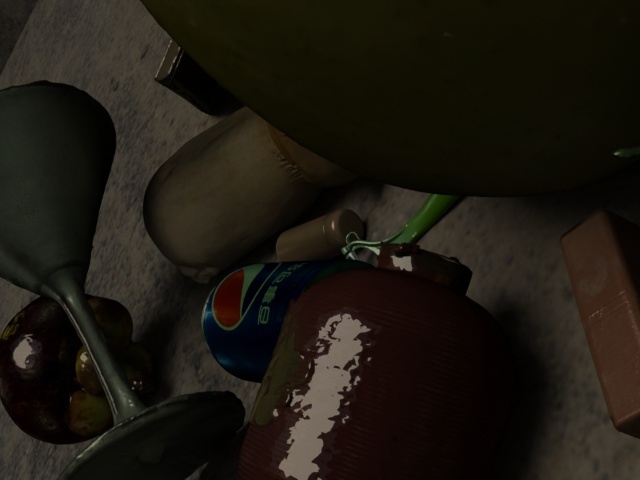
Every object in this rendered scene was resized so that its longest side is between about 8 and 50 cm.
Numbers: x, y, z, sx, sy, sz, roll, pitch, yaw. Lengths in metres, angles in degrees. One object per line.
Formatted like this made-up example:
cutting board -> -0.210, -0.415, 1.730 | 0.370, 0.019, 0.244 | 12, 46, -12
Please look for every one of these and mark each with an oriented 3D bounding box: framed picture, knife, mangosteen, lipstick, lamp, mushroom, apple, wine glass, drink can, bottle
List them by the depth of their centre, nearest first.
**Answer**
lipstick -> 0.193, 0.051, 0.623 | 0.045, 0.045, 0.145 | -44, 37, 37
apple -> 0.081, -0.257, 0.655 | 0.474, 0.474, 0.473 | -37, 41, 41
lamp -> 0.038, 0.130, 0.698 | 0.180, 0.180, 0.258 | 9, 78, 60
knife -> 0.082, -0.019, 0.869 | 0.166, 0.023, 0.078 | -48, 58, 29
drink can -> -0.022, 0.076, 0.883 | 0.205, 0.118, 0.118 | -6, 65, 58
bottle -> 0.000, 0.000, 0.973 | 0.096, 0.045, 0.045 | -22, 52, 48
wine glass -> -0.261, 0.067, 1.042 | 0.267, 0.267, 0.406 | -48, 61, 30
mushroom -> -0.087, -0.064, 1.073 | 0.407, 0.138, 0.154 | -24, 37, 58
mangosteen -> -0.288, 0.159, 1.216 | 0.217, 0.192, 0.192 | 2, 68, 24
framed picture -> -0.122, -0.278, 1.227 | 0.315, 0.024, 0.232 | -20, -46, -88

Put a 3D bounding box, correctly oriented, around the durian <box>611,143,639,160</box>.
durian -> 0.303, -0.147, 0.501 | 0.375, 0.106, 0.132 | -45, 39, -8
